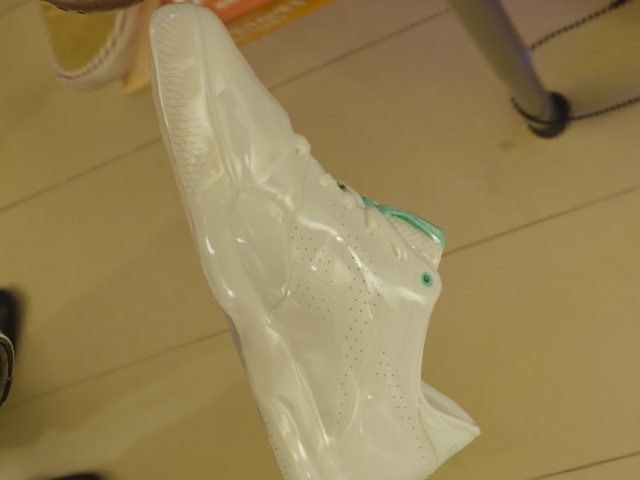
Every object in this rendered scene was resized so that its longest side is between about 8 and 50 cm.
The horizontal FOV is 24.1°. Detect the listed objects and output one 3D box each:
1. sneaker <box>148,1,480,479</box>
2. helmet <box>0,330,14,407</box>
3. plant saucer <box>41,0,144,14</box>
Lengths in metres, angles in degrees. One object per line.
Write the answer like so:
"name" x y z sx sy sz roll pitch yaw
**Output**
"sneaker" 0.000 0.000 0.580 0.094 0.080 0.212 -21 107 -3
"helmet" -0.314 0.083 1.035 0.161 0.169 0.169 26 103 15
"plant saucer" -0.188 -0.271 1.152 0.198 0.036 0.198 4 106 15
